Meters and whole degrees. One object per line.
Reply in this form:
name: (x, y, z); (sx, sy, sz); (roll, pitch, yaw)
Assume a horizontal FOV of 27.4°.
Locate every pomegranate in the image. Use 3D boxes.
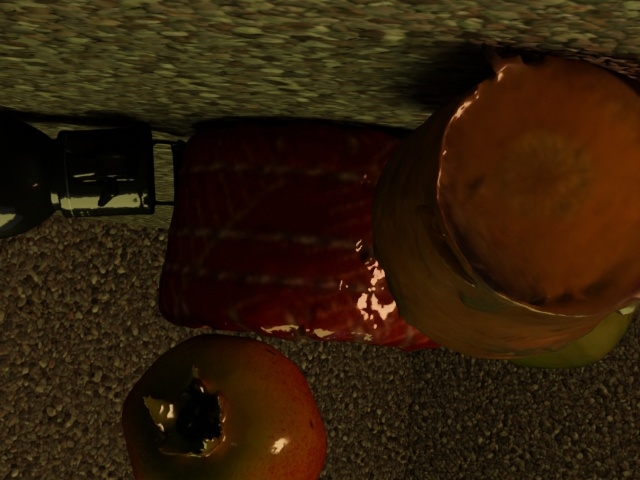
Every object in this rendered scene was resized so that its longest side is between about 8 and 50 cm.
pomegranate: (-0.104, 0.204, 1.376); (0.221, 0.221, 0.257); (3, 167, 14)

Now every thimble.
thimble: (0.000, 0.000, 1.453); (0.350, 0.230, 0.350); (6, 177, 0)

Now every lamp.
lamp: (-0.265, -0.073, 1.433); (0.227, 0.147, 0.172); (-4, 177, -1)

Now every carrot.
carrot: (0.158, -0.018, 1.049); (0.224, 0.224, 0.341); (4, 171, -5)

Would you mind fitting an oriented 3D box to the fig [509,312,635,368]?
fig: (0.274, 0.051, 1.595); (0.239, 0.239, 0.271); (1, 138, 44)
